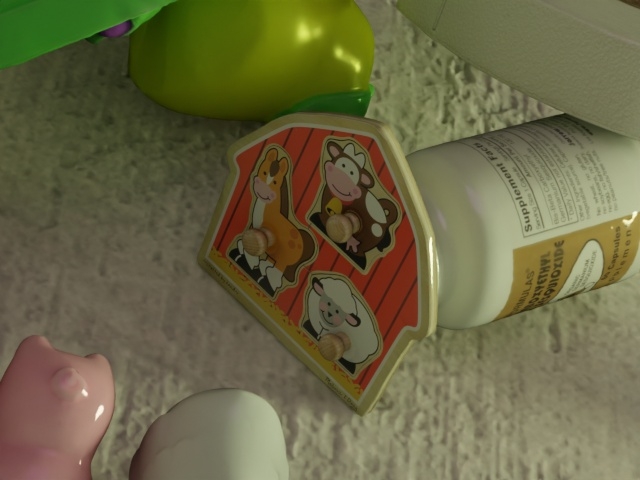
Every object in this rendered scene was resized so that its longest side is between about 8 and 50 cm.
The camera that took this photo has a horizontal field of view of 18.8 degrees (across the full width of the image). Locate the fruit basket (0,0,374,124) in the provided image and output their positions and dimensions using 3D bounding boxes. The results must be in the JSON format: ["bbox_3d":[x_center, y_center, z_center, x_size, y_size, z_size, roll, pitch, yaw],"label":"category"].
[{"bbox_3d":[-0.131,-0.203,1.402,0.283,0.392,0.392,-21,52,2],"label":"fruit basket"}]

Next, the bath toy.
[{"bbox_3d":[-0.185,0.128,1.134,0.348,0.151,0.129,16,22,-13],"label":"bath toy"}]

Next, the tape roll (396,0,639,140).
[{"bbox_3d":[0.247,-0.171,1.506,0.392,0.072,0.392,17,23,-7],"label":"tape roll"}]

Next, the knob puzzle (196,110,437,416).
[{"bbox_3d":[0.000,0.000,1.270,0.213,0.213,0.030,42,41,22],"label":"knob puzzle"}]

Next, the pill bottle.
[{"bbox_3d":[0.113,-0.008,1.361,0.229,0.131,0.131,-15,54,-29],"label":"pill bottle"}]
